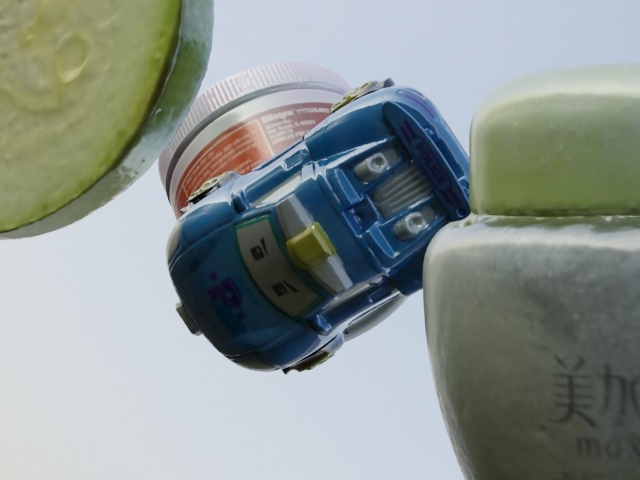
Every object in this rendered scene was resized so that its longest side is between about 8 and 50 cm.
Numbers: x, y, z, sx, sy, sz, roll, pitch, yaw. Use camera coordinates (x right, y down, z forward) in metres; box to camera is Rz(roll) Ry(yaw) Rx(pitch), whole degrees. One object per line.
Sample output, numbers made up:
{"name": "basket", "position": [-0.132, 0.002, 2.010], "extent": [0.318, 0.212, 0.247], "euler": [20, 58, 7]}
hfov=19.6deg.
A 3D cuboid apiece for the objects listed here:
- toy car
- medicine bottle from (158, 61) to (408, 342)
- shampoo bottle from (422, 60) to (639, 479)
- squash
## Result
{"name": "toy car", "position": [0.000, 0.000, 1.630], "extent": [0.198, 0.314, 0.166], "euler": [59, 15, -2]}
{"name": "medicine bottle", "position": [-0.031, -0.033, 2.088], "extent": [0.252, 0.252, 0.241], "euler": [72, -7, -55]}
{"name": "shampoo bottle", "position": [0.222, 0.052, 1.095], "extent": [0.322, 0.322, 0.317], "euler": [8, -78, 64]}
{"name": "squash", "position": [-0.176, -0.117, 1.053], "extent": [0.252, 0.252, 0.049], "euler": [38, 9, 27]}
